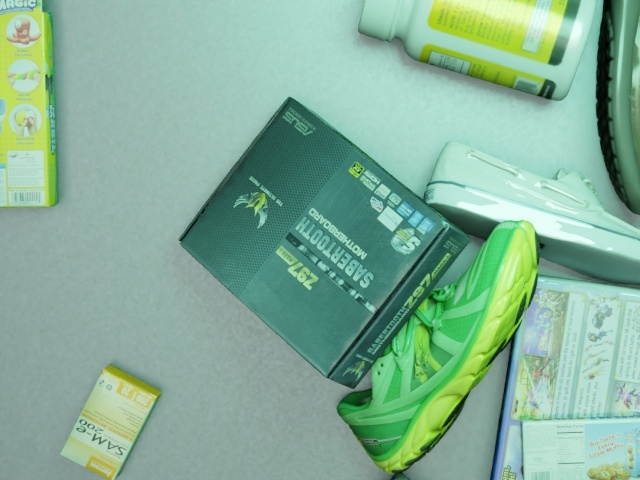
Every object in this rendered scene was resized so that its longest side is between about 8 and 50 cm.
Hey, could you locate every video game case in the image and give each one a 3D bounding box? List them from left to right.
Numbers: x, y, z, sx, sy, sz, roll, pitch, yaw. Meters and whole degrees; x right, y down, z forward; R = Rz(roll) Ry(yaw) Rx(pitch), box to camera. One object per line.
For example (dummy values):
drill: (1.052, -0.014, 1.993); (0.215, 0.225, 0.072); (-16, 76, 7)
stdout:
video game case: (0.298, 0.180, 1.790); (0.244, 0.061, 0.269); (8, 95, 1)

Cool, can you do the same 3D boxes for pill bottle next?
pill bottle: (0.148, -0.216, 1.738); (0.209, 0.119, 0.119); (17, 95, 1)

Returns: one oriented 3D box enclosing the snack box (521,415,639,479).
snack box: (0.282, 0.201, 1.750); (0.178, 0.022, 0.064); (-2, 93, 3)

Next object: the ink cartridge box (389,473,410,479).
ink cartridge box: (0.069, 0.347, 1.804); (0.140, 0.082, 0.190); (39, 97, 0)

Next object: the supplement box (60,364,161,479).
supplement box: (-0.209, 0.182, 1.828); (0.062, 0.036, 0.098); (27, 96, 1)

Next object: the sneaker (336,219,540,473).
sneaker: (0.105, 0.094, 1.741); (0.123, 0.109, 0.295); (37, 116, 10)

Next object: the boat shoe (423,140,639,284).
boat shoe: (0.230, -0.029, 1.762); (0.258, 0.095, 0.084); (19, 73, -7)

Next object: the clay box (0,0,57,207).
clay box: (-0.327, -0.143, 1.801); (0.127, 0.053, 0.222); (0, 93, 3)

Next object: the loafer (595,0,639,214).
loafer: (0.330, -0.205, 1.721); (0.130, 0.134, 0.365); (1, 95, 3)

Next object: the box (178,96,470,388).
box: (0.000, 0.000, 1.740); (0.233, 0.059, 0.183); (42, 97, 32)
